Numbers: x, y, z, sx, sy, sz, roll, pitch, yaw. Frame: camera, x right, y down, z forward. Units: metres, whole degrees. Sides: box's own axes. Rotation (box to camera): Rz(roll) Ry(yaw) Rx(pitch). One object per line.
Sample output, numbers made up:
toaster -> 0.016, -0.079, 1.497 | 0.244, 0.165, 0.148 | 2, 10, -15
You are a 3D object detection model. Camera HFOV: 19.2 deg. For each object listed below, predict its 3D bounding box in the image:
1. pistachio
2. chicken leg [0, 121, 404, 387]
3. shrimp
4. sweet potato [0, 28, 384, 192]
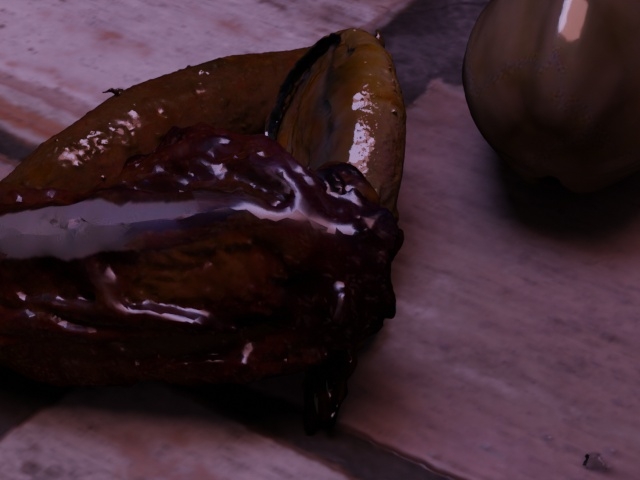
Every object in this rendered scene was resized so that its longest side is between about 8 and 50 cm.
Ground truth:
pistachio -> 0.160, -0.108, 1.125 | 0.138, 0.153, 0.238 | 22, 16, 14
chicken leg -> -0.146, -0.009, 1.009 | 0.407, 0.096, 0.158 | 13, 68, 28
shrimp -> 0.008, 0.001, 1.062 | 0.066, 0.117, 0.262 | 18, 59, -20
sweet potato -> -0.081, -0.074, 1.144 | 0.314, 0.072, 0.066 | -29, 25, -27
